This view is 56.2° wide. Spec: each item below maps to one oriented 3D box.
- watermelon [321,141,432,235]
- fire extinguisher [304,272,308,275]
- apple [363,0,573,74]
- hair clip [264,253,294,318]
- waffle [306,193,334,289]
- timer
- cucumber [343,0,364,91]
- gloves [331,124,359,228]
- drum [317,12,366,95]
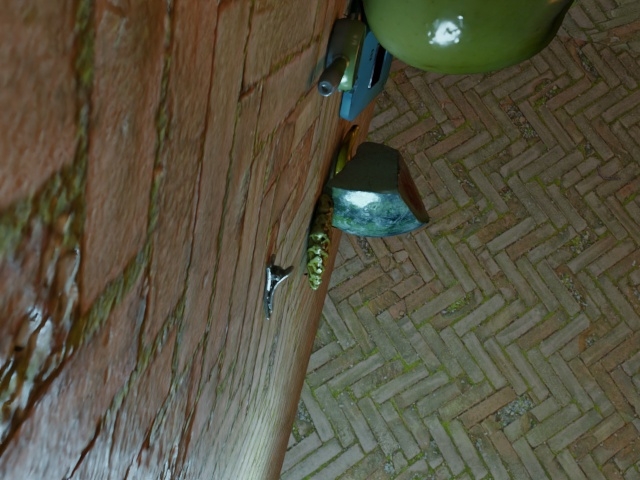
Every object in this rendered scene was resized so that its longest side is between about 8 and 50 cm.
[{"bbox_3d":[0.149,-0.144,1.607,0.387,0.228,0.258,20,62,-54],"label":"watermelon"},{"bbox_3d":[-0.017,0.066,1.599,0.173,0.035,0.049,-64,171,-86],"label":"fire extinguisher"},{"bbox_3d":[0.307,-0.561,1.197,0.473,0.473,0.474,14,90,-86],"label":"apple"},{"bbox_3d":[-0.067,0.074,0.909,0.030,0.039,0.115,-64,171,-47],"label":"hair clip"},{"bbox_3d":[0.000,0.000,1.449,0.208,0.054,0.214,-76,174,-53],"label":"waffle"},{"bbox_3d":[0.102,-0.439,1.454,0.250,0.091,0.232,-56,163,-45],"label":"timer"},{"bbox_3d":[0.057,-0.375,1.150,0.036,0.033,0.184,-39,145,-53],"label":"cucumber"},{"bbox_3d":[0.082,-0.188,1.732,0.133,0.116,0.294,-77,173,-65],"label":"gloves"},{"bbox_3d":[0.027,-0.265,0.962,0.130,0.049,0.253,99,6,-47],"label":"drum"}]
